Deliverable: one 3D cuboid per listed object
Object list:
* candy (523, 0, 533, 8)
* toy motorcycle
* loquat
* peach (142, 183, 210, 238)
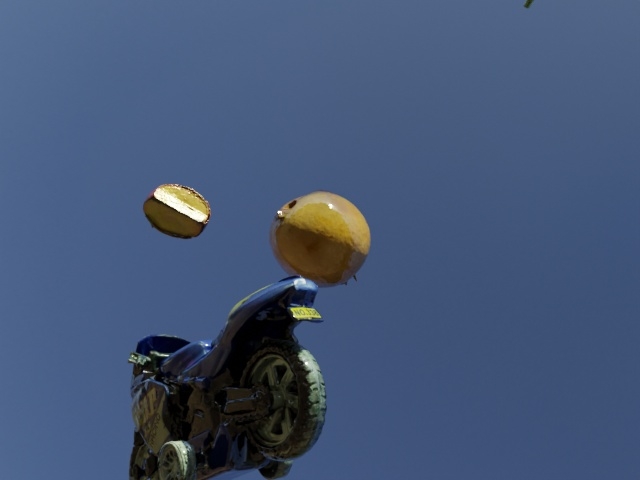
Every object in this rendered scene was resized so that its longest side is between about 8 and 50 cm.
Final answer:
[{"bbox_3d":[0.296,-0.360,0.826,0.058,0.062,0.194,16,-47,-15],"label":"candy"},{"bbox_3d":[-0.101,0.138,0.627,0.315,0.113,0.169,-36,-122,40],"label":"toy motorcycle"},{"bbox_3d":[0.000,0.000,1.016,0.163,0.137,0.163,17,-35,12],"label":"loquat"},{"bbox_3d":[-0.185,-0.042,0.923,0.083,0.050,0.077,-1,-50,31],"label":"peach"}]
